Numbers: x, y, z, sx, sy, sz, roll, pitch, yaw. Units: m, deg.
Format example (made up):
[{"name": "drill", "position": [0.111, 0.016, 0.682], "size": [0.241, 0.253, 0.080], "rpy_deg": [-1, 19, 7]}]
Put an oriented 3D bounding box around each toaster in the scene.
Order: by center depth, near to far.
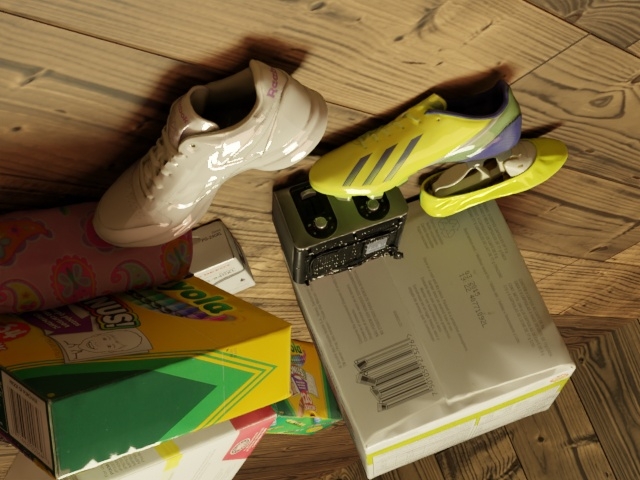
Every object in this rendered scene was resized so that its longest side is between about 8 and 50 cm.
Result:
[{"name": "toaster", "position": [0.028, -0.023, 1.823], "size": [0.168, 0.110, 0.185], "rpy_deg": [-18, 161, -8]}]

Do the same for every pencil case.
[{"name": "pencil case", "position": [-0.292, 0.014, 1.564], "size": [0.284, 0.124, 0.124], "rpy_deg": [-12, 159, -30]}]

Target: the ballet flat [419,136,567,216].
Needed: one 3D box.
[{"name": "ballet flat", "position": [0.251, -0.101, 1.926], "size": [0.231, 0.077, 0.077], "rpy_deg": [-23, 145, 9]}]

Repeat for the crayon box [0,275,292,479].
[{"name": "crayon box", "position": [-0.264, 0.127, 1.569], "size": [0.313, 0.106, 0.363], "rpy_deg": [-17, -155, -35]}]

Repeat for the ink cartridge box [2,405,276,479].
[{"name": "ink cartridge box", "position": [-0.305, 0.356, 2.162], "size": [0.385, 0.160, 0.279], "rpy_deg": [-17, 153, -40]}]

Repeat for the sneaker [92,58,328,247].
[{"name": "sneaker", "position": [-0.148, -0.104, 1.453], "size": [0.305, 0.114, 0.152], "rpy_deg": [-32, 146, 17]}]

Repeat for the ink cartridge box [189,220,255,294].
[{"name": "ink cartridge box", "position": [-0.165, 0.038, 1.856], "size": [0.109, 0.063, 0.150], "rpy_deg": [-22, 162, 2]}]

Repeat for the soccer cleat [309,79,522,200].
[{"name": "soccer cleat", "position": [0.119, -0.136, 1.692], "size": [0.289, 0.093, 0.121], "rpy_deg": [-16, 131, -5]}]

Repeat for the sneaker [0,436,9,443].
[{"name": "sneaker", "position": [-0.522, 0.300, 2.191], "size": [0.081, 0.080, 0.211], "rpy_deg": [-16, 152, 2]}]

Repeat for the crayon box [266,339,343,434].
[{"name": "crayon box", "position": [-0.074, 0.272, 2.451], "size": [0.081, 0.165, 0.278], "rpy_deg": [-28, 161, 19]}]

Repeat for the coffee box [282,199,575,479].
[{"name": "coffee box", "position": [0.165, 0.150, 2.102], "size": [0.338, 0.337, 0.334], "rpy_deg": [-21, 162, -4]}]
